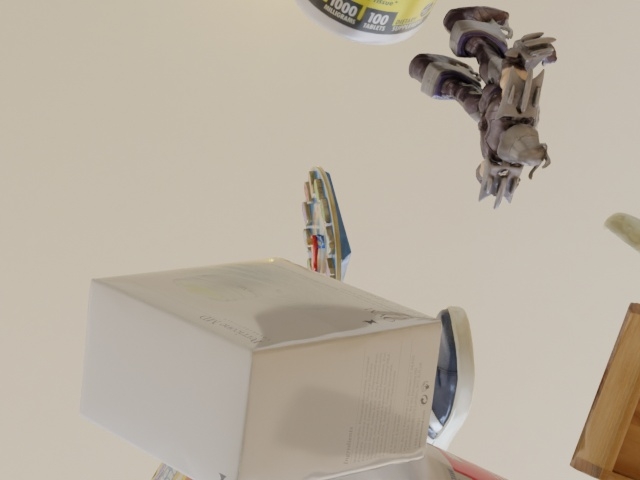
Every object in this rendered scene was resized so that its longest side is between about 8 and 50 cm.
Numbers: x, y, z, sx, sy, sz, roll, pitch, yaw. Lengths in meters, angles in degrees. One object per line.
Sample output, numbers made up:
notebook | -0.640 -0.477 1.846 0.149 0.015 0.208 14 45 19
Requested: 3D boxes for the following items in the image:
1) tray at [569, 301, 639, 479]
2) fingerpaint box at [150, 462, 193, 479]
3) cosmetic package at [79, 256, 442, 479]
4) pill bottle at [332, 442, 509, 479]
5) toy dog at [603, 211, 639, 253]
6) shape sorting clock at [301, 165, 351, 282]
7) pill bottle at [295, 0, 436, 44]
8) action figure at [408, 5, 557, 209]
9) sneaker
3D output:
tray | 0.506 0.237 1.892 0.076 0.411 0.202 16 84 67
fingerpaint box | -0.143 0.427 1.908 0.445 0.163 0.371 -59 18 1
cosmetic package | -0.055 0.112 1.412 0.225 0.224 0.138 -8 -70 -43
pill bottle | 0.159 0.355 1.657 0.408 0.229 0.229 28 -121 -38
toy dog | 0.589 -0.073 1.846 0.408 0.395 0.284 -57 3 11
shape sorting clock | 0.000 0.000 2.228 0.206 0.040 0.206 171 90 -77
pill bottle | 0.094 -0.398 1.841 0.334 0.188 0.188 118 169 -47
action figure | 0.191 -0.153 1.722 0.285 0.099 0.185 -113 40 -54
sneaker | 0.110 0.225 2.223 0.131 0.148 0.350 -97 17 -47
